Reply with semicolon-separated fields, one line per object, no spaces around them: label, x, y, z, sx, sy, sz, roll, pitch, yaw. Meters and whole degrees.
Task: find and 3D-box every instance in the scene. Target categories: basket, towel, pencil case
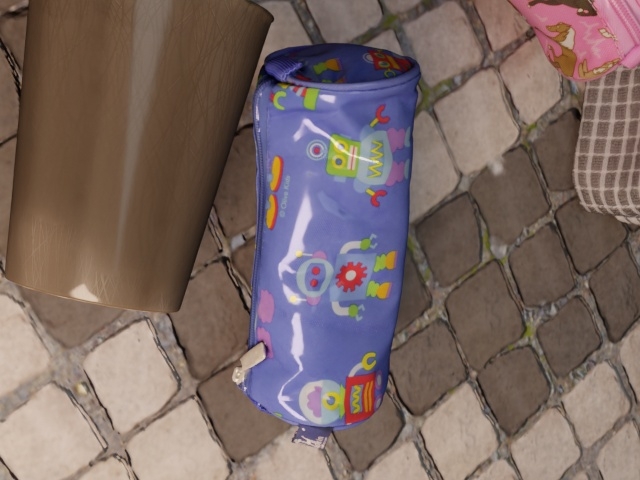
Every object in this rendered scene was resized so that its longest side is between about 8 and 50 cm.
basket;-0.139;-0.071;0.872;0.204;0.154;0.227;8;95;-61
towel;0.362;-0.154;1.154;0.121;0.235;0.283;12;86;-28
pencil case;0.000;0.000;0.949;0.133;0.119;0.306;-5;111;-28
pencil case;0.161;-0.307;1.047;0.386;0.160;0.167;39;57;-31
